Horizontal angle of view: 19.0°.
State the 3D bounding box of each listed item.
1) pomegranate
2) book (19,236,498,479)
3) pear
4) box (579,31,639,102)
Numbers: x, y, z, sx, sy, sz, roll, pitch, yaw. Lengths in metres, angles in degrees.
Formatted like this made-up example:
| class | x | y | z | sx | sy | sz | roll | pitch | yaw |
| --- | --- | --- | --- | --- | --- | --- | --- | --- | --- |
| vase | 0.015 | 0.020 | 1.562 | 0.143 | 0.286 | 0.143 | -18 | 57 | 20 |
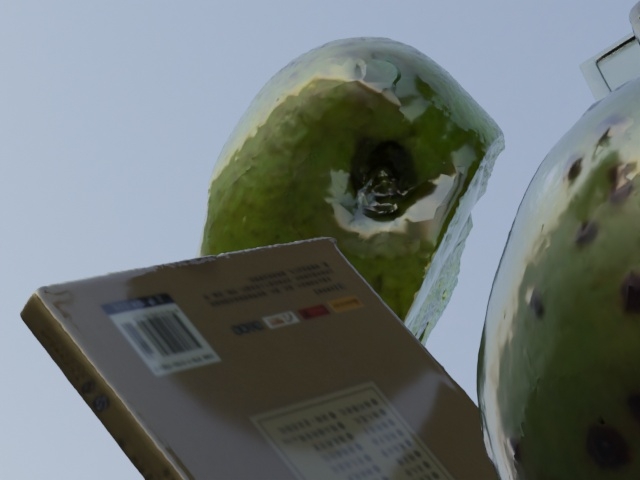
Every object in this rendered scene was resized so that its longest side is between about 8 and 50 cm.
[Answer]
| class | x | y | z | sx | sy | sz | roll | pitch | yaw |
| --- | --- | --- | --- | --- | --- | --- | --- | --- | --- |
| pomegranate | 0.096 | 0.012 | 0.377 | 0.129 | 0.159 | 0.129 | 6 | -60 | 10 |
| book | 0.034 | 0.124 | 0.820 | 0.310 | 0.217 | 0.021 | 50 | -60 | 20 |
| pear | 0.000 | 0.000 | 1.254 | 0.176 | 0.286 | 0.282 | 24 | -43 | 6 |
| box | 0.285 | -0.088 | 1.102 | 0.117 | 0.225 | 0.225 | 55 | 11 | -15 |
